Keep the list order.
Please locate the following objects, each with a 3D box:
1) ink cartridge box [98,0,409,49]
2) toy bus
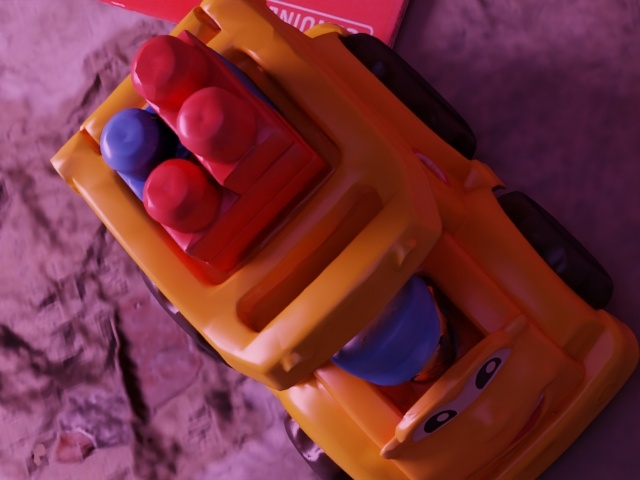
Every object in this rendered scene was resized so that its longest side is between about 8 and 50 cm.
[{"bbox_3d":[-0.061,-0.240,0.917,0.296,0.066,0.261,18,84,25],"label":"ink cartridge box"},{"bbox_3d":[0.000,0.000,0.759,0.149,0.211,0.220,-45,68,6],"label":"toy bus"}]
